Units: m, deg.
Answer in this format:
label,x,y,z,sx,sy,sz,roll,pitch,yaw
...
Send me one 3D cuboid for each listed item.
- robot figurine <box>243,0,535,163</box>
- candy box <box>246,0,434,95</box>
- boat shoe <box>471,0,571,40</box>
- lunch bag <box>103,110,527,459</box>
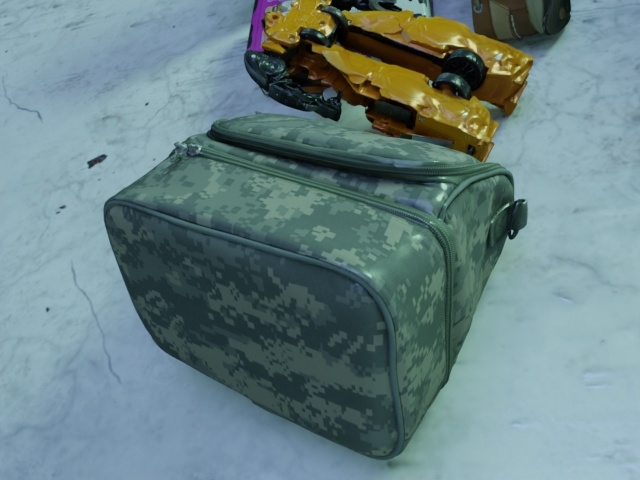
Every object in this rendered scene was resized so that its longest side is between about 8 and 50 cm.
label,x,y,z,sx,sy,sz,roll,pitch,yaw
robot figurine,0.064,-0.182,0.745,0.290,0.085,0.211,24,58,17
candy box,0.028,-0.289,0.900,0.233,0.071,0.159,-9,54,18
boat shoe,0.210,-0.388,0.819,0.119,0.122,0.324,-11,74,32
lunch bag,0.000,0.000,0.625,0.305,0.213,0.256,16,42,30
